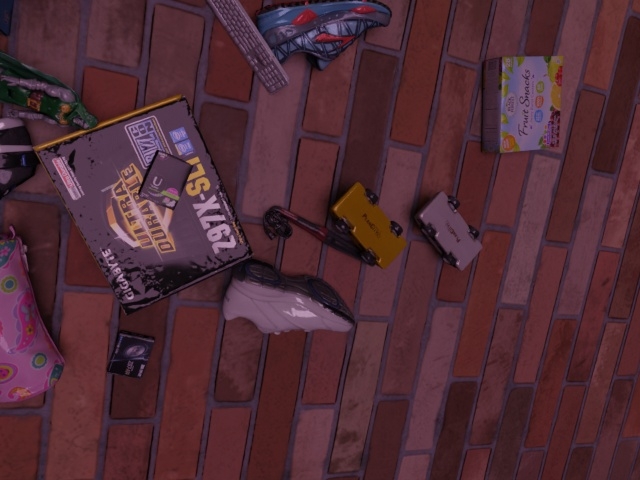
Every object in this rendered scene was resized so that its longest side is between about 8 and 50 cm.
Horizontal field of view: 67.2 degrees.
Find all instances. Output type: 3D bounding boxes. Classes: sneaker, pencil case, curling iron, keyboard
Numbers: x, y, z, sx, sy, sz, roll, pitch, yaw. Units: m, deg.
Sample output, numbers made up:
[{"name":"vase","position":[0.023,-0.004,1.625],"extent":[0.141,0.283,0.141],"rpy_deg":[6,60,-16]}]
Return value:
[{"name":"sneaker","position":[0.010,-0.392,0.917],"extent":[0.262,0.104,0.125],"rpy_deg":[-11,119,-12]},{"name":"sneaker","position":[-0.562,-0.110,0.755],"extent":[0.217,0.079,0.121],"rpy_deg":[-21,107,-16]},{"name":"pencil case","position":[-0.523,0.121,0.798],"extent":[0.124,0.124,0.284],"rpy_deg":[-15,105,-17]},{"name":"curling iron","position":[0.000,0.000,1.014],"extent":[0.274,0.035,0.068],"rpy_deg":[21,97,-22]},{"name":"sneaker","position":[-0.064,0.137,0.997],"extent":[0.297,0.111,0.129],"rpy_deg":[22,113,-23]},{"name":"keyboard","position":[-0.146,-0.380,0.861],"extent":[0.256,0.072,0.014],"rpy_deg":[54,55,-21]}]

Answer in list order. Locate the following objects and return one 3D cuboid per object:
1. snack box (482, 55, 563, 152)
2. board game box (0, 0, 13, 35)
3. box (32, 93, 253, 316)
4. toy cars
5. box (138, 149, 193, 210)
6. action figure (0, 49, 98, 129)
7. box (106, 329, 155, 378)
[{"name":"snack box","position":[0.461,-0.310,1.103],"extent":[0.175,0.070,0.207],"rpy_deg":[-8,103,-19]},{"name":"board game box","position":[-0.596,-0.362,0.604],"extent":[0.317,0.242,0.064],"rpy_deg":[9,96,-23]},{"name":"box","position":[-0.300,-0.063,0.866],"extent":[0.257,0.079,0.321],"rpy_deg":[-26,109,-16]},{"name":"toy cars","position":[0.184,-0.029,1.054],"extent":[0.394,0.087,0.176],"rpy_deg":[3,100,-25]},{"name":"box","position":[-0.259,-0.102,0.804],"extent":[0.062,0.052,0.083],"rpy_deg":[24,91,-25]},{"name":"action figure","position":[-0.458,-0.229,0.734],"extent":[0.232,0.137,0.063],"rpy_deg":[22,50,-15]},{"name":"box","position":[-0.366,0.221,0.931],"extent":[0.067,0.018,0.083],"rpy_deg":[20,93,-23]}]
